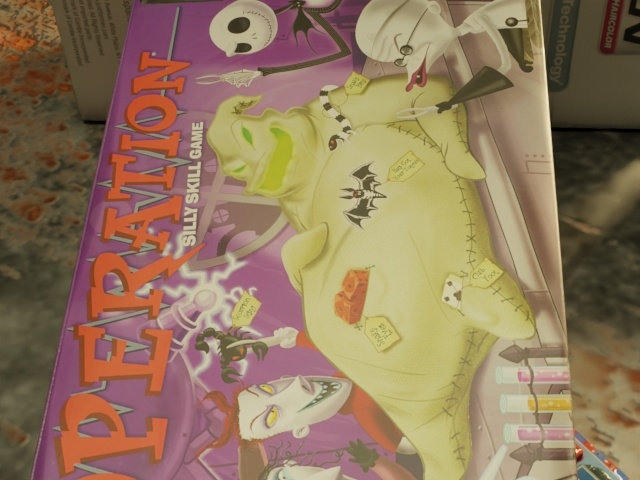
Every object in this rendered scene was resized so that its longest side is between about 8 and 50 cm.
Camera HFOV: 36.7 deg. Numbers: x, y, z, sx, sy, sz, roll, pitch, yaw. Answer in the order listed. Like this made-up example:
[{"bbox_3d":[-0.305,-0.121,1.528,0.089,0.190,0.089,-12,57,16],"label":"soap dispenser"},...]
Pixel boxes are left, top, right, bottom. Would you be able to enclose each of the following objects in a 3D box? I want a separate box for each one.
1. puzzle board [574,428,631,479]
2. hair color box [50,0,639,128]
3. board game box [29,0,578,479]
[{"bbox_3d":[0.075,0.105,0.405,0.096,0.011,0.128,-28,48,-23],"label":"puzzle board"},{"bbox_3d":[0.031,-0.174,0.574,0.374,0.185,0.114,2,43,6],"label":"hair color box"},{"bbox_3d":[0.000,0.000,0.427,0.208,0.056,0.347,-3,59,10],"label":"board game box"}]
